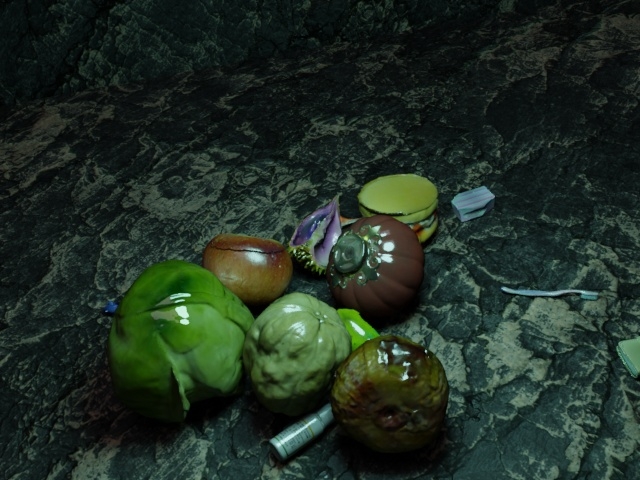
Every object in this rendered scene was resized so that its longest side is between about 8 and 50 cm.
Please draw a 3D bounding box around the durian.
[{"bbox_3d":[-0.004,0.011,2.101,0.154,0.186,0.260,-33,4,43],"label":"durian"}]

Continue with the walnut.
[{"bbox_3d":[-0.060,0.283,1.675,0.253,0.276,0.282,8,26,-35],"label":"walnut"}]

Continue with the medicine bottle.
[{"bbox_3d":[-0.031,0.457,1.648,0.221,0.061,0.092,-29,25,-25],"label":"medicine bottle"}]

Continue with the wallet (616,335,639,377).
[{"bbox_3d":[0.856,0.292,1.697,0.155,0.039,0.110,-12,43,-3],"label":"wallet"}]

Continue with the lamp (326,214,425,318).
[{"bbox_3d":[0.158,0.075,1.899,0.303,0.257,0.302,-22,57,37],"label":"lamp"}]

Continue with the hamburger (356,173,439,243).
[{"bbox_3d":[0.257,-0.070,2.119,0.261,0.186,0.302,-11,30,-5],"label":"hamburger"}]

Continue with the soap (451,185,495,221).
[{"bbox_3d":[0.514,-0.122,2.236,0.149,0.056,0.100,-18,39,-12],"label":"soap"}]

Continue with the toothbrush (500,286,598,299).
[{"bbox_3d":[0.660,0.151,1.909,0.269,0.027,0.021,3,6,13],"label":"toothbrush"}]

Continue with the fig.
[{"bbox_3d":[0.161,0.346,1.636,0.287,0.286,0.368,-8,11,1],"label":"fig"}]

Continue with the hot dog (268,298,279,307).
[{"bbox_3d":[-0.085,0.220,1.905,0.147,0.065,0.099,40,41,23],"label":"hot dog"}]

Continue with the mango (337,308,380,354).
[{"bbox_3d":[0.086,0.261,1.808,0.178,0.119,0.100,26,38,33],"label":"mango"}]

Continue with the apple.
[{"bbox_3d":[-0.220,0.086,1.987,0.272,0.206,0.251,6,5,-6],"label":"apple"}]

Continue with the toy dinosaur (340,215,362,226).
[{"bbox_3d":[0.054,-0.067,2.259,0.280,0.055,0.101,-28,53,-24],"label":"toy dinosaur"}]

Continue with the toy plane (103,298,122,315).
[{"bbox_3d":[-0.596,0.198,2.065,0.167,0.054,0.062,-12,14,-3],"label":"toy plane"}]

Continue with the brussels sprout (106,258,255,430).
[{"bbox_3d":[-0.363,0.240,1.724,0.343,0.360,0.425,1,42,16],"label":"brussels sprout"}]
